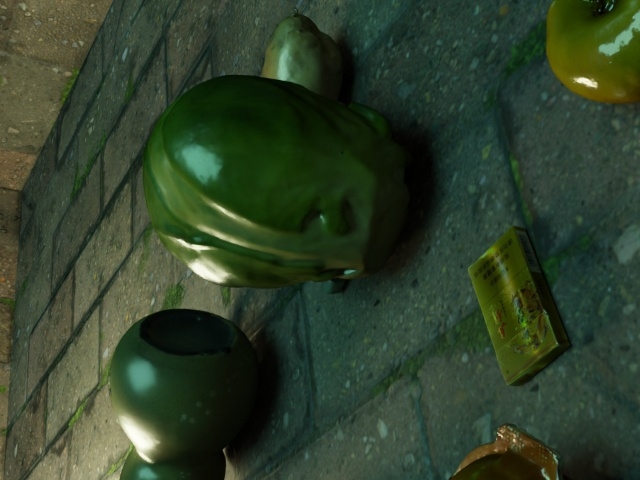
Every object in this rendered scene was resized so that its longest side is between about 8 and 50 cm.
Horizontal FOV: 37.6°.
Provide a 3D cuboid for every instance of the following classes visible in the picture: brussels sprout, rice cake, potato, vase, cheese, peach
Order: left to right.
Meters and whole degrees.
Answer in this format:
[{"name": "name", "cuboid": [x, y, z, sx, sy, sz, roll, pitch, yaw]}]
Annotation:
[{"name": "vase", "cuboid": [-0.222, 0.263, 1.581, 0.329, 0.241, 0.302, -74, -8, -68]}, {"name": "brussels sprout", "cuboid": [-0.072, -0.077, 1.263, 0.371, 0.315, 0.275, 25, 112, 34]}, {"name": "potato", "cuboid": [-0.026, -0.236, 1.474, 0.161, 0.128, 0.234, 129, 140, -67]}, {"name": "rice cake", "cuboid": [-0.001, 0.000, 1.422, 0.207, 0.033, 0.033, -108, 30, -44]}, {"name": "cheese", "cuboid": [0.175, 0.335, 0.880, 0.217, 0.129, 0.329, 22, 111, 58]}, {"name": "peach", "cuboid": [0.288, -0.219, 0.895, 0.179, 0.103, 0.179, -38, 45, 53]}]

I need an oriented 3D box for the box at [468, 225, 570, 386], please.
[{"name": "box", "cuboid": [0.211, 0.070, 1.015, 0.089, 0.022, 0.156, -51, 39, 42]}]
